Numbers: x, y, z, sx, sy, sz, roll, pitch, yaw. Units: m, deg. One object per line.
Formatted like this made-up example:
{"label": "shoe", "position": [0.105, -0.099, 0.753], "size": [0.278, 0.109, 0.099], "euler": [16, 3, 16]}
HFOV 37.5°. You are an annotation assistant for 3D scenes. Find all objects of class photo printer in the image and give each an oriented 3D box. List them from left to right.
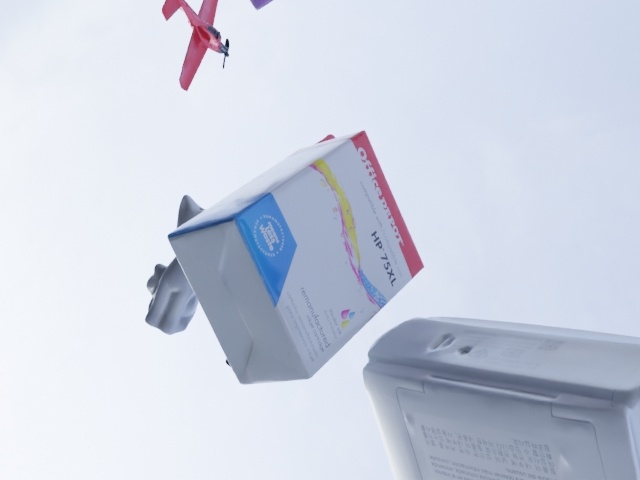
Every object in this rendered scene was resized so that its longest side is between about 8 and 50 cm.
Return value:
{"label": "photo printer", "position": [0.179, 0.217, 0.731], "size": [0.256, 0.107, 0.308], "euler": [1, -65, 47]}

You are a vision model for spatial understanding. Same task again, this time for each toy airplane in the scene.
{"label": "toy airplane", "position": [-0.145, -0.254, 1.079], "size": [0.028, 0.151, 0.151], "euler": [1, -109, 32]}

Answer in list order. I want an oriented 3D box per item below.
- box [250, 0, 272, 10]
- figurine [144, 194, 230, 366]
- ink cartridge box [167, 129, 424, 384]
{"label": "box", "position": [-0.007, -0.323, 0.672], "size": [0.243, 0.214, 0.117], "euler": [-33, -166, 7]}
{"label": "figurine", "position": [-0.130, 0.055, 1.303], "size": [0.209, 0.214, 0.092], "euler": [-64, 179, 35]}
{"label": "ink cartridge box", "position": [0.000, 0.000, 0.767], "size": [0.078, 0.134, 0.231], "euler": [-14, -163, 40]}
